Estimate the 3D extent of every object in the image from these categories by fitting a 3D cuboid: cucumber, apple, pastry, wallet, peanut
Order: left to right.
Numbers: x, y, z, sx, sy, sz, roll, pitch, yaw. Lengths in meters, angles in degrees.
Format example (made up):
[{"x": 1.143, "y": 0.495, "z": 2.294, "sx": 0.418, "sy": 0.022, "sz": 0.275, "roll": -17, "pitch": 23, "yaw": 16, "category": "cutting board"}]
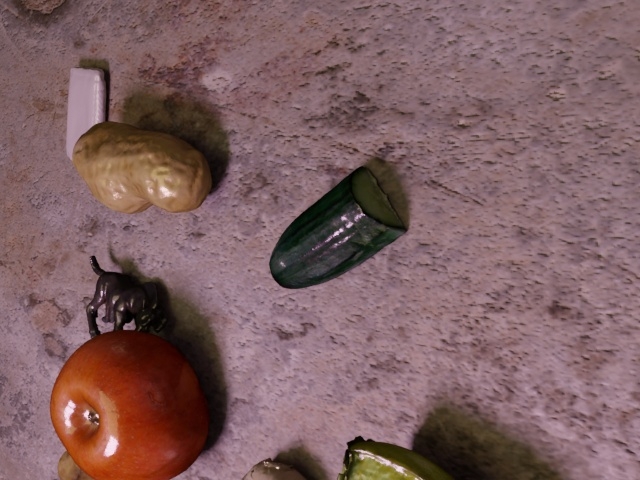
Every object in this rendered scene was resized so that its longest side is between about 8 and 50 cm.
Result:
[{"x": -0.444, "y": -0.237, "z": 1.709, "sx": 0.124, "sy": 0.032, "sz": 0.183, "roll": 16, "pitch": 106, "yaw": 45, "category": "wallet"}, {"x": -0.434, "y": 0.397, "z": 1.699, "sx": 0.229, "sy": 0.098, "sz": 0.103, "roll": -59, "pitch": 12, "yaw": 30, "category": "peanut"}, {"x": -0.314, "y": 0.275, "z": 1.470, "sx": 0.272, "sy": 0.206, "sz": 0.251, "roll": 49, "pitch": 130, "yaw": 25, "category": "apple"}, {"x": -0.297, "y": -0.112, "z": 1.490, "sx": 0.319, "sy": 0.147, "sz": 0.148, "roll": 17, "pitch": 105, "yaw": 40, "category": "peanut"}, {"x": -0.068, "y": 0.400, "z": 1.313, "sx": 0.166, "sy": 0.088, "sz": 0.166, "roll": -1, "pitch": 89, "yaw": 47, "category": "pastry"}, {"x": 0.000, "y": 0.000, "z": 1.232, "sx": 0.244, "sy": 0.063, "sz": 0.115, "roll": -41, "pitch": 63, "yaw": 42, "category": "cucumber"}]

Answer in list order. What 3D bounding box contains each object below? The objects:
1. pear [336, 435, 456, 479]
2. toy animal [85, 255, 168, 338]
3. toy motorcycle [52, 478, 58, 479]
[{"x": 0.137, "y": 0.370, "z": 1.046, "sx": 0.255, "sy": 0.164, "sz": 0.238, "roll": 3, "pitch": 76, "yaw": 39, "category": "pear"}, {"x": -0.350, "y": 0.118, "z": 1.614, "sx": 0.232, "sy": 0.084, "sz": 0.148, "roll": 35, "pitch": 105, "yaw": 41, "category": "toy animal"}, {"x": -0.524, "y": 0.632, "z": 1.771, "sx": 0.221, "sy": 0.147, "sz": 0.326, "roll": -16, "pitch": 83, "yaw": 49, "category": "toy motorcycle"}]
